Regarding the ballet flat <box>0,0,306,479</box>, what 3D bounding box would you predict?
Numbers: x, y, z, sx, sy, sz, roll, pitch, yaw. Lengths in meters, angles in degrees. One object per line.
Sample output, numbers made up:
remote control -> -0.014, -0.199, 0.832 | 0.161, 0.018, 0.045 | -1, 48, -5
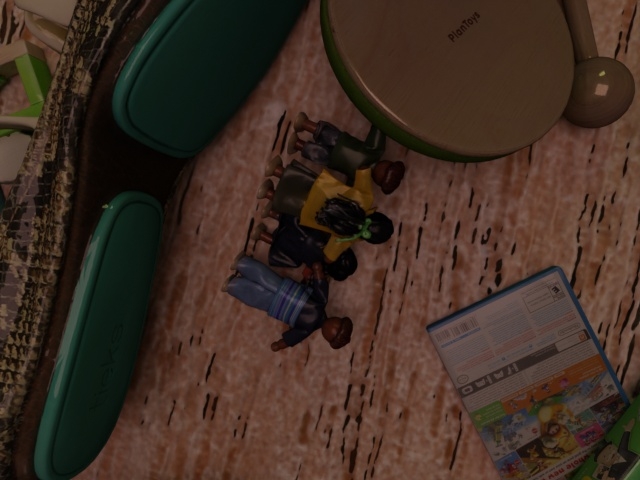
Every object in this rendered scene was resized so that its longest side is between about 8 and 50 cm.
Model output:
ballet flat -> -0.165, -0.069, 0.394 | 0.181, 0.164, 0.483 | 24, 90, 11

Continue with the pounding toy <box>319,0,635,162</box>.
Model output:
pounding toy -> 0.098, -0.134, 0.415 | 0.236, 0.110, 0.183 | -15, 81, -22

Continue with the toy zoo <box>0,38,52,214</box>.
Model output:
toy zoo -> -0.288, -0.002, 0.483 | 0.192, 0.030, 0.294 | -19, 91, 6

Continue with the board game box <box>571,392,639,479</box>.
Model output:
board game box -> 0.355, 0.153, 0.408 | 0.213, 0.046, 0.317 | 35, 96, -1

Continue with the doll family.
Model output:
doll family -> 0.000, 0.000, 0.427 | 0.111, 0.076, 0.193 | 27, 117, 6

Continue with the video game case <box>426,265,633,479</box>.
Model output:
video game case -> 0.177, 0.120, 0.449 | 0.119, 0.015, 0.166 | -27, 90, 6
